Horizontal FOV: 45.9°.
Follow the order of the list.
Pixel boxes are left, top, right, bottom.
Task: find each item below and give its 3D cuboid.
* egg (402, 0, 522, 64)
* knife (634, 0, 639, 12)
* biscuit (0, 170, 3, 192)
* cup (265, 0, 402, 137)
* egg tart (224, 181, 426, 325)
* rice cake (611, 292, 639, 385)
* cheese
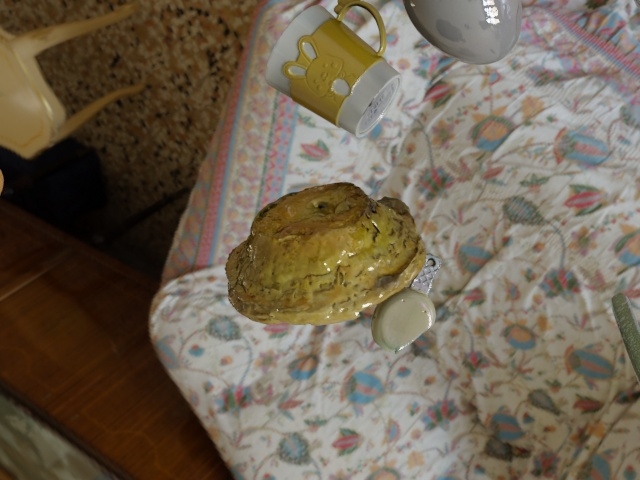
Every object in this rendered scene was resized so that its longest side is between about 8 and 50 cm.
[{"bbox_3d":[0.236,-0.395,1.246,0.232,0.176,0.176,51,142,-8],"label":"egg"},{"bbox_3d":[0.540,-0.269,1.140,0.032,0.058,0.244,-34,78,15],"label":"knife"},{"bbox_3d":[-0.349,-0.033,0.673,0.036,0.165,0.250,15,131,12],"label":"biscuit"},{"bbox_3d":[0.042,-0.340,1.443,0.226,0.185,0.241,39,113,12],"label":"cup"},{"bbox_3d":[-0.004,0.001,1.192,0.341,0.341,0.129,8,128,40],"label":"egg tart"},{"bbox_3d":[0.601,0.205,1.437,0.042,0.221,0.080,-18,130,16],"label":"rice cake"},{"bbox_3d":[0.151,0.106,1.223,0.092,0.171,0.047,43,-178,-7],"label":"cheese"}]
